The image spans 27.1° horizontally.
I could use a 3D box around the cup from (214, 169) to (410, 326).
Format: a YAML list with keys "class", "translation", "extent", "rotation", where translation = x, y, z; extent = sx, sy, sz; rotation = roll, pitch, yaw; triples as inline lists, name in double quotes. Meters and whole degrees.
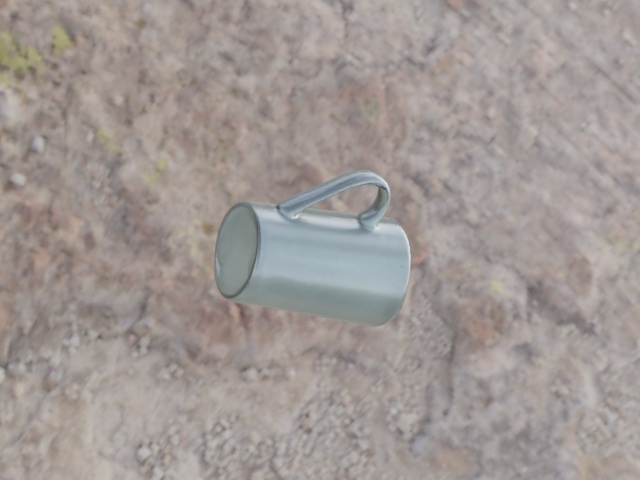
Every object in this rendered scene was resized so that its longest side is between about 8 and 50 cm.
- class: "cup"
  translation: [0.000, 0.005, 0.635]
  extent: [0.083, 0.075, 0.054]
  rotation: [9, 53, -30]
